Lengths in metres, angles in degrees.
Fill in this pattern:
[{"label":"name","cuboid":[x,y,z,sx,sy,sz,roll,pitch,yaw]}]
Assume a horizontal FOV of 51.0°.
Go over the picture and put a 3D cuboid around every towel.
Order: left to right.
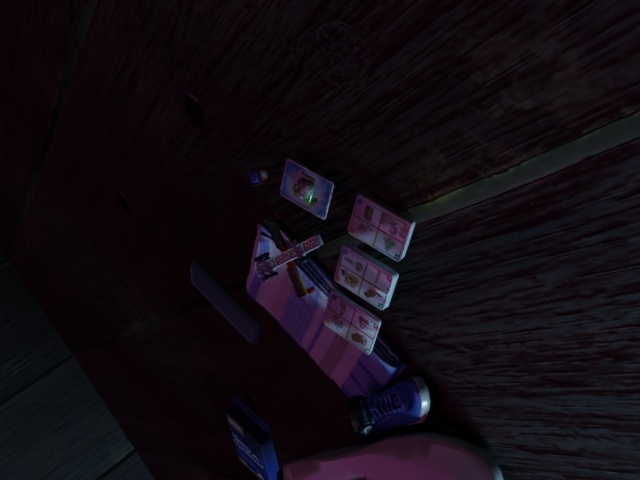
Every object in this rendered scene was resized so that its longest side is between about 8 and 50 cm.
[{"label":"towel","cuboid":[-0.006,0.119,0.978,0.285,0.034,0.209,46,149,16]}]

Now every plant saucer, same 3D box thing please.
[{"label":"plant saucer","cuboid":[-0.179,0.114,1.237,0.192,0.018,0.067,42,147,24]}]

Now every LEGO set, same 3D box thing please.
[{"label":"LEGO set","cuboid":[0.000,0.000,0.826,0.244,0.060,0.182,31,122,29]}]

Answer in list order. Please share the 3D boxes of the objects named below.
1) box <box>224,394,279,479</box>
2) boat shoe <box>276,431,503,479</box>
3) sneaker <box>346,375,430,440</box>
[{"label":"box","cuboid":[-0.153,0.462,1.523,0.136,0.036,0.225,29,140,38]},{"label":"boat shoe","cuboid":[0.110,0.327,0.950,0.340,0.158,0.127,-14,81,33]},{"label":"sneaker","cuboid":[0.082,0.224,0.889,0.152,0.084,0.058,122,139,-59]}]
